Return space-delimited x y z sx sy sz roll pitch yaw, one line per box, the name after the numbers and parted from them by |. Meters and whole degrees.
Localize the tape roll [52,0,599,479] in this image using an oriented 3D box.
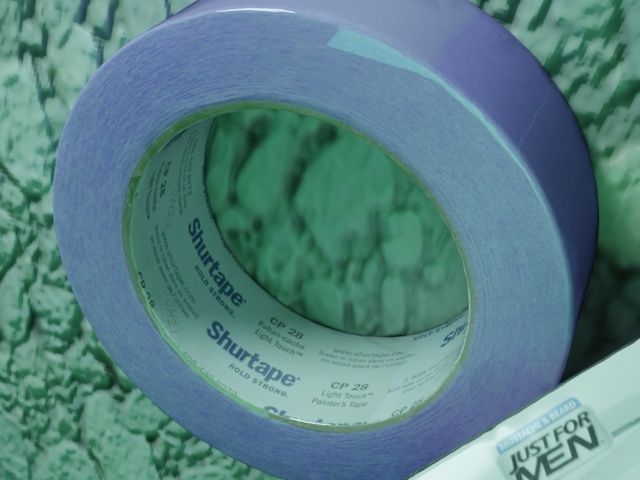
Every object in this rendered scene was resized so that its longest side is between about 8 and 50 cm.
0.000 0.000 0.508 0.275 0.090 0.274 12 123 19 | tape roll

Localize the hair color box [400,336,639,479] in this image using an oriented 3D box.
0.173 0.214 0.370 0.185 0.110 0.338 -32 61 4 | hair color box
